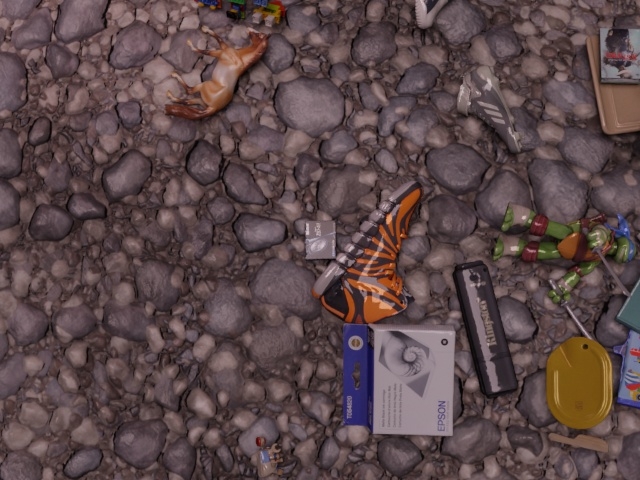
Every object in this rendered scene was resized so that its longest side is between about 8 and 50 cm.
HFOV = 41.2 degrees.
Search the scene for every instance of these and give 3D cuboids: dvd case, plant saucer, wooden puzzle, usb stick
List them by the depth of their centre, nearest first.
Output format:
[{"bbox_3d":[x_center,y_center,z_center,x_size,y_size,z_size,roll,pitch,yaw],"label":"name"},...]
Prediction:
[{"bbox_3d":[0.655,0.089,1.681,0.067,0.018,0.192,32,91,39],"label":"plant saucer"},{"bbox_3d":[0.334,0.180,1.730,0.077,0.045,0.278,-13,79,3],"label":"usb stick"},{"bbox_3d":[0.626,-0.385,1.778,0.087,0.013,0.119,3,79,1],"label":"dvd case"},{"bbox_3d":[0.689,-0.338,1.798,0.238,0.044,0.221,-6,79,-1],"label":"wooden puzzle"}]

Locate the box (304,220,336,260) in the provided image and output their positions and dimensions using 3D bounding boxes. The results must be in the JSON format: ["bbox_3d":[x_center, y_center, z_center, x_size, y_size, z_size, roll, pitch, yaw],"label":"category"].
[{"bbox_3d":[0.000,0.000,1.804,0.067,0.018,0.083,0,80,4],"label":"box"}]

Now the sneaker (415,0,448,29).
[{"bbox_3d":[0.299,-0.557,1.839,0.153,0.094,0.235,14,71,16],"label":"sneaker"}]

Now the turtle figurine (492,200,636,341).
[{"bbox_3d":[0.476,0.042,1.668,0.266,0.198,0.275,15,78,11],"label":"turtle figurine"}]

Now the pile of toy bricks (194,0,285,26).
[{"bbox_3d":[-0.173,-0.561,1.886,0.212,0.118,0.105,19,50,17],"label":"pile of toy bricks"}]

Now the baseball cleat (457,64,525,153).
[{"bbox_3d":[0.354,-0.265,1.806,0.109,0.072,0.206,-21,74,15],"label":"baseball cleat"}]

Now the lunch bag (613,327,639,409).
[{"bbox_3d":[0.724,0.240,1.662,0.293,0.138,0.221,11,79,21],"label":"lunch bag"}]

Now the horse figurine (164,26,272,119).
[{"bbox_3d":[-0.235,-0.362,1.866,0.174,0.066,0.263,25,81,15],"label":"horse figurine"}]

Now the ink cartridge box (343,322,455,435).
[{"bbox_3d":[0.154,0.276,1.695,0.224,0.045,0.223,0,100,6],"label":"ink cartridge box"}]

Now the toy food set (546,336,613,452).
[{"bbox_3d":[0.518,0.303,1.688,0.128,0.071,0.218,-1,77,29],"label":"toy food set"}]

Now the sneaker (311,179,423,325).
[{"bbox_3d":[0.143,0.041,1.746,0.180,0.124,0.321,39,96,6],"label":"sneaker"}]

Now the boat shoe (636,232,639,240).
[{"bbox_3d":[0.720,-0.057,1.736,0.063,0.066,0.184,42,96,9],"label":"boat shoe"}]

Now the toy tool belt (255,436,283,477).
[{"bbox_3d":[-0.102,0.437,1.726,0.051,0.052,0.083,-2,82,-27],"label":"toy tool belt"}]
